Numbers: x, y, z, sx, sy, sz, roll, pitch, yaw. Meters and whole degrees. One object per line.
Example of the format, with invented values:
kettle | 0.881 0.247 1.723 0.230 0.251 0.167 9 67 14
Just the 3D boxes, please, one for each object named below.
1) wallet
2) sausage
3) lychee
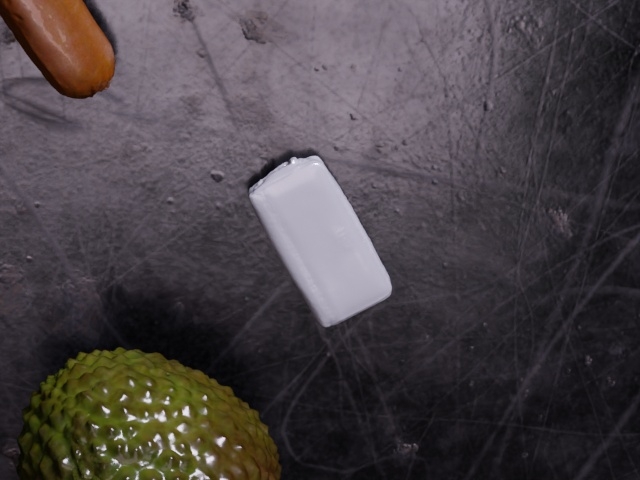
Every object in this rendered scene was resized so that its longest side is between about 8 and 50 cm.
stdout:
wallet | 0.000 0.000 1.385 0.095 0.033 0.190 -27 111 2
sausage | -0.265 -0.222 1.254 0.076 0.076 0.197 -29 112 5
lychee | -0.164 0.253 1.337 0.270 0.270 0.320 -18 119 1
